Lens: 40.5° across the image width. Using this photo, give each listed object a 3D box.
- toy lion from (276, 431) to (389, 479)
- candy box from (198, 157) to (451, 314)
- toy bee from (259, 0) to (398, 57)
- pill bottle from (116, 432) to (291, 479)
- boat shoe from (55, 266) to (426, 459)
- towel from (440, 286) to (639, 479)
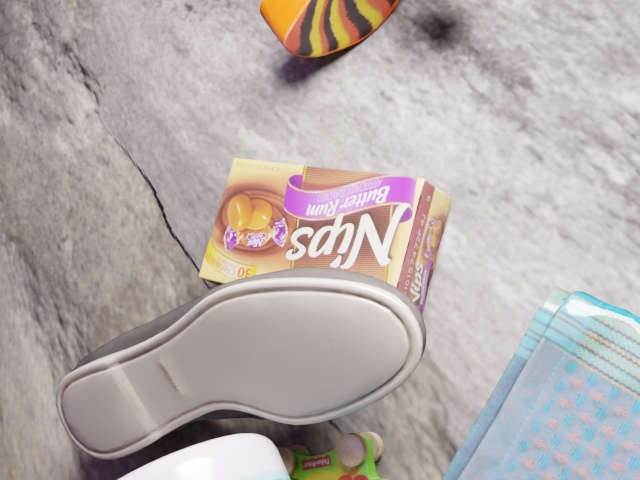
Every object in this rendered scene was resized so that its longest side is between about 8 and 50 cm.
[{"bbox_3d":[0.013,0.191,0.626,0.100,0.034,0.096,-17,73,28],"label":"toy lion"},{"bbox_3d":[0.000,0.000,0.685,0.187,0.053,0.109,10,80,37],"label":"candy box"},{"bbox_3d":[0.081,-0.268,0.687,0.298,0.162,0.195,-36,63,47],"label":"toy bee"},{"bbox_3d":[-0.048,0.270,0.553,0.146,0.146,0.264,-34,68,19],"label":"pill bottle"},{"bbox_3d":[-0.062,0.082,0.648,0.335,0.095,0.112,-20,100,32],"label":"boat shoe"},{"bbox_3d":[0.218,0.218,0.475,0.370,0.040,0.271,32,93,36],"label":"towel"}]
